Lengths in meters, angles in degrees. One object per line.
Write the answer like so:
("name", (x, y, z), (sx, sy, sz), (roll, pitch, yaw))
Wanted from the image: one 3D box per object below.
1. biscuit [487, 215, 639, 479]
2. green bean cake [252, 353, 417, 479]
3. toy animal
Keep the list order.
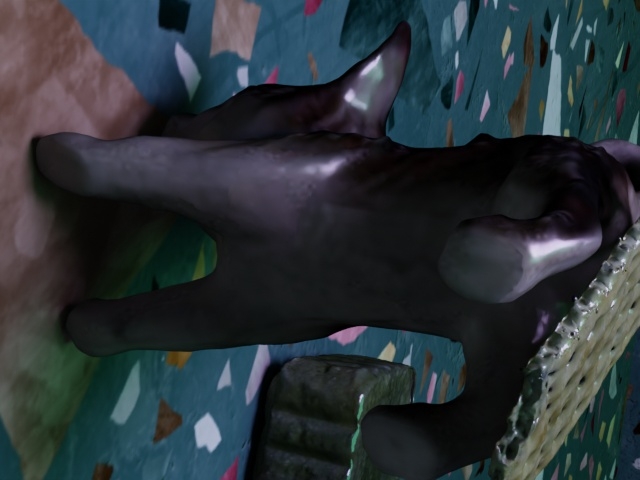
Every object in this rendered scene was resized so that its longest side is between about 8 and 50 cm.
("biscuit", (0.140, 0.053, 0.737), (0.203, 0.016, 0.144), (-48, 156, -26))
("green bean cake", (0.013, 0.190, 1.215), (0.185, 0.094, 0.183), (5, 94, -68))
("toy animal", (0.043, -0.016, 0.872), (0.303, 0.344, 0.194), (-34, 134, -47))
